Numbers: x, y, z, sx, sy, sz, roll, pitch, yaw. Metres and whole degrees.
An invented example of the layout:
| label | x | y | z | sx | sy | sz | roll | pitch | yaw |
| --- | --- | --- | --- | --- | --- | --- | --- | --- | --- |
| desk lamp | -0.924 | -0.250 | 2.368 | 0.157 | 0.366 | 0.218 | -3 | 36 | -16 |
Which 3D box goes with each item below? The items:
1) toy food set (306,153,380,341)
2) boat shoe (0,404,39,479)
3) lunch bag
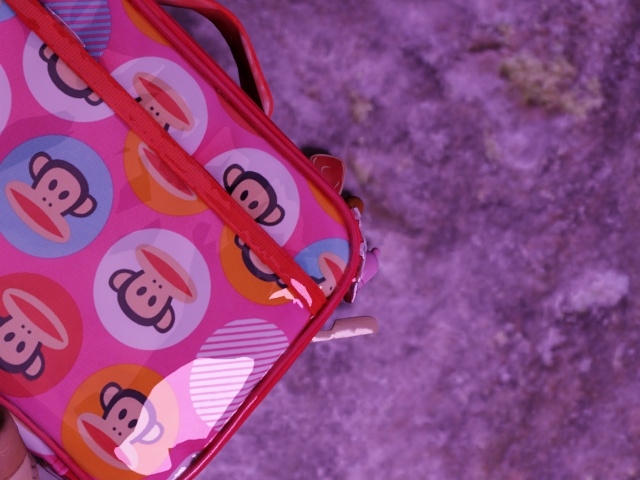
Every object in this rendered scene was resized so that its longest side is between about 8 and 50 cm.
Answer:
| label | x | y | z | sx | sy | sz | roll | pitch | yaw |
| --- | --- | --- | --- | --- | --- | --- | --- | --- | --- |
| toy food set | 0.000 | 0.000 | 1.000 | 0.078 | 0.019 | 0.122 | -7 | 89 | -21 |
| boat shoe | -0.299 | 0.115 | 0.800 | 0.324 | 0.122 | 0.120 | -1 | 129 | -10 |
| lunch bag | -0.126 | -0.027 | 0.893 | 0.293 | 0.120 | 0.258 | 45 | 75 | -14 |
